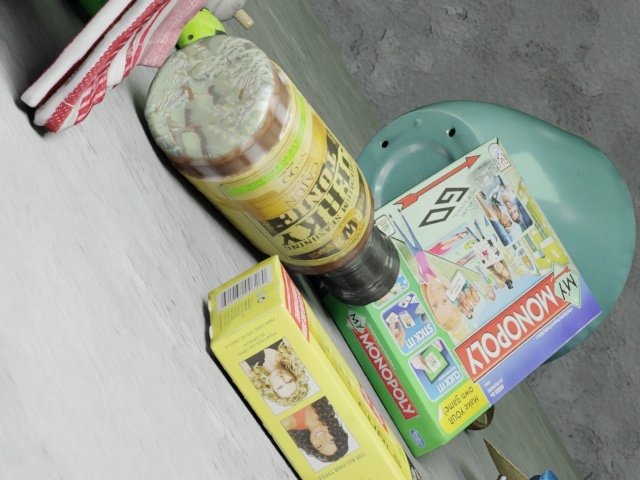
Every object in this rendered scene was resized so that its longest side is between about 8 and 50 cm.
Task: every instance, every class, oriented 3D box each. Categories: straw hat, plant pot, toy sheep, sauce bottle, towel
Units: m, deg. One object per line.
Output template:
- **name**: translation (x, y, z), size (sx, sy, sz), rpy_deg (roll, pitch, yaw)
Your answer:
- **straw hat**: translation (0.196, 0.273, 1.925), size (0.144, 0.061, 0.144), rpy_deg (46, -4, 4)
- **plant pot**: translation (0.163, -0.022, 2.098), size (0.235, 0.293, 0.293), rpy_deg (25, 32, -50)
- **toy sheep**: translation (-0.112, -0.257, 1.879), size (0.132, 0.091, 0.091), rpy_deg (42, 5, 8)
- **sauce bottle**: translation (-0.021, -0.041, 1.514), size (0.111, 0.111, 0.344), rpy_deg (63, 10, 30)
- **towel**: translation (-0.070, -0.182, 1.204), size (0.037, 0.237, 0.329), rpy_deg (43, 14, -5)

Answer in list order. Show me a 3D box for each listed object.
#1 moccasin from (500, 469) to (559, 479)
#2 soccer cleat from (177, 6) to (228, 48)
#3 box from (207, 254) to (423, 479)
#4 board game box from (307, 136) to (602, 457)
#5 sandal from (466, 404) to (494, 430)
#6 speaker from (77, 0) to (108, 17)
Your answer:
- **moccasin**: translation (0.154, 0.266, 1.466), size (0.137, 0.117, 0.342), rpy_deg (59, 11, 0)
- **soccer cleat**: translation (-0.081, -0.150, 1.797), size (0.179, 0.060, 0.072), rpy_deg (41, 28, -49)
- **box**: translation (0.009, 0.127, 1.250), size (0.232, 0.058, 0.087), rpy_deg (56, 9, -20)
- **board game box**: translation (0.133, 0.045, 1.825), size (0.317, 0.046, 0.213), rpy_deg (-32, 91, -49)
- **sandal**: translation (0.172, 0.160, 2.264), size (0.090, 0.060, 0.219), rpy_deg (50, 24, -21)
- **speaker**: translation (-0.181, -0.306, 1.444), size (0.296, 0.131, 0.131), rpy_deg (62, 8, 20)
